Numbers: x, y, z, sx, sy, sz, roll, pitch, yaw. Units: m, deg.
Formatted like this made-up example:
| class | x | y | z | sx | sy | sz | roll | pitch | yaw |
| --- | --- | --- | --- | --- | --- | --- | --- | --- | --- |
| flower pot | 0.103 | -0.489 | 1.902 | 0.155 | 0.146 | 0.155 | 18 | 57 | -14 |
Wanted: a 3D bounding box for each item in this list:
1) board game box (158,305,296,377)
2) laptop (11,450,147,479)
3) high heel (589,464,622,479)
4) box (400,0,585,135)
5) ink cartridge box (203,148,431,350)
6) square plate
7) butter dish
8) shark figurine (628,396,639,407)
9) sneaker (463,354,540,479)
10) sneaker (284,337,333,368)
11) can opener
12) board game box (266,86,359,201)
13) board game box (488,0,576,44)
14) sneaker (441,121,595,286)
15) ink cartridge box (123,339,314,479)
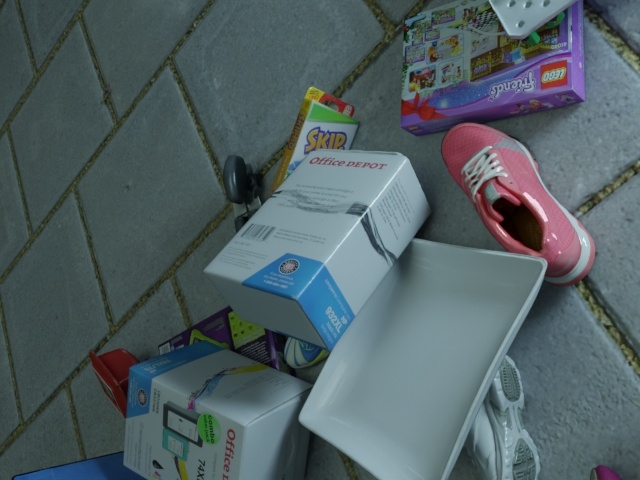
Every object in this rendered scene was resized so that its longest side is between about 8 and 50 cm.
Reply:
| class | x | y | z | sx | sy | sz | roll | pitch | yaw |
| --- | --- | --- | --- | --- | --- | --- | --- | --- | --- |
| board game box | -0.200 | 0.256 | 1.358 | 0.346 | 0.056 | 0.208 | -29 | 59 | 33 |
| laptop | -0.242 | 0.451 | 1.106 | 0.408 | 0.381 | 0.236 | -27 | 71 | 44 |
| high heel | 0.437 | 0.442 | 0.758 | 0.181 | 0.127 | 0.377 | -13 | 65 | 8 |
| box | 0.265 | -0.293 | 1.059 | 0.293 | 0.057 | 0.201 | -5 | 76 | 40 |
| ink cartridge box | 0.000 | 0.000 | 1.078 | 0.223 | 0.129 | 0.307 | 11 | 52 | 45 |
| square plate | 0.136 | 0.165 | 0.958 | 0.344 | 0.049 | 0.347 | 12 | 70 | 61 |
| butter dish | -0.430 | 0.310 | 1.505 | 0.160 | 0.118 | 0.160 | 31 | 143 | 40 |
| shark figurine | 0.500 | 0.116 | 0.768 | 0.116 | 0.166 | 0.278 | -106 | 31 | -55 |
| sneaker | 0.239 | 0.283 | 0.956 | 0.115 | 0.090 | 0.232 | -25 | 57 | 42 |
| sneaker | -0.011 | 0.135 | 1.164 | 0.240 | 0.126 | 0.091 | -49 | 54 | 22 |
| can opener | -0.152 | -0.034 | 1.351 | 0.074 | 0.093 | 0.281 | -25 | 70 | 34 |
| board game box | -0.015 | -0.140 | 1.224 | 0.039 | 0.124 | 0.260 | 24 | 97 | 47 |
| board game box | 0.385 | -0.525 | 0.961 | 0.390 | 0.050 | 0.390 | -33 | 54 | 27 |
| sneaker | 0.267 | -0.076 | 0.960 | 0.116 | 0.136 | 0.314 | -47 | 54 | 22 |
| ink cartridge box | -0.178 | 0.327 | 1.172 | 0.270 | 0.197 | 0.198 | 15 | 105 | 32 |
